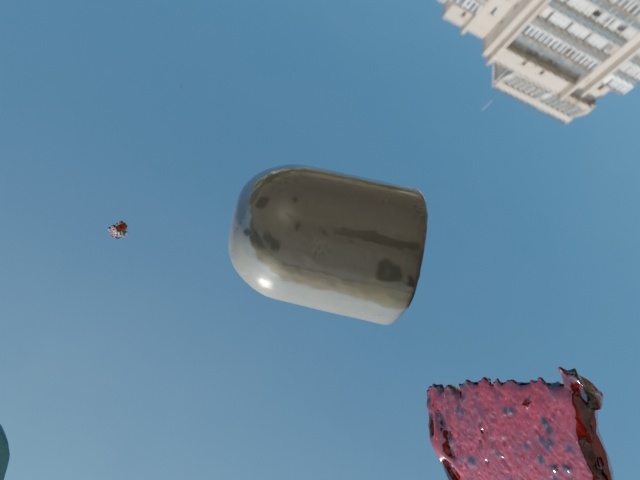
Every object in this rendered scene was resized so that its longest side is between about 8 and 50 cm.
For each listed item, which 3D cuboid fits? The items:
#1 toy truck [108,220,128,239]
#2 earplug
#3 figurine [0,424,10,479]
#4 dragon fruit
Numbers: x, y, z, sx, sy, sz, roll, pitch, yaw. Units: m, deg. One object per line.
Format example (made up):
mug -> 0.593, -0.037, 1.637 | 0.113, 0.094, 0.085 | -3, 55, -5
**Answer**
toy truck -> -0.380, -0.018, 1.108 | 0.024, 0.083, 0.032 | -37, -75, -27
earplug -> 0.000, 0.000, 1.284 | 0.394, 0.313, 0.313 | 12, -119, -9
figurine -> -0.421, 0.189, 0.579 | 0.234, 0.185, 0.127 | 17, -147, 13
dragon fruit -> 0.271, 0.304, 0.757 | 0.100, 0.343, 0.282 | -3, -102, -22
